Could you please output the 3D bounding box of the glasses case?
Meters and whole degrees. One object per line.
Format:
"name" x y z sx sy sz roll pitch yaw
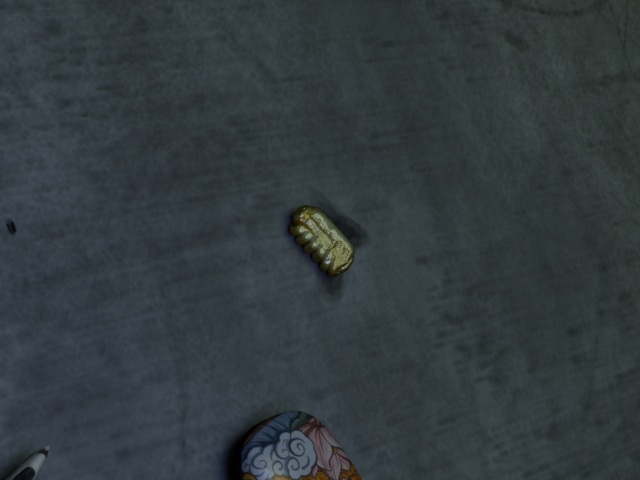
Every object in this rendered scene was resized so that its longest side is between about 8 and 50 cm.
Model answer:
"glasses case" 0.018 0.321 1.609 0.122 0.082 0.321 -30 93 -50

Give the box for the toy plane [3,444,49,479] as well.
"toy plane" -0.296 0.258 1.358 0.160 0.082 0.234 42 32 -7

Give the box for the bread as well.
"bread" 0.000 0.000 1.780 0.088 0.033 0.049 45 61 -13
